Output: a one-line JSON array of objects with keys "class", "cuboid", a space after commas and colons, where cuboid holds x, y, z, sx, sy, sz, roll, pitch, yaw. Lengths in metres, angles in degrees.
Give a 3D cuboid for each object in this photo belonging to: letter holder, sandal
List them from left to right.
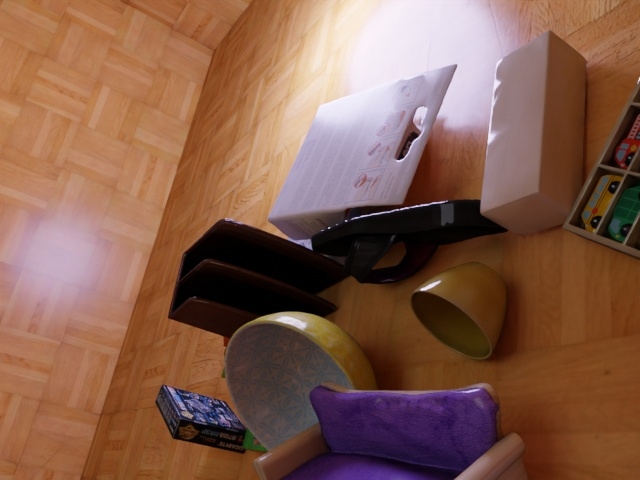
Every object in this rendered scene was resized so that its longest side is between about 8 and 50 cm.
[{"class": "letter holder", "cuboid": [-0.113, 0.102, 1.264, 0.214, 0.302, 0.152, -35, 40, 48]}, {"class": "sandal", "cuboid": [0.119, 0.016, 1.066, 0.446, 0.168, 0.107, -13, 75, 60]}]

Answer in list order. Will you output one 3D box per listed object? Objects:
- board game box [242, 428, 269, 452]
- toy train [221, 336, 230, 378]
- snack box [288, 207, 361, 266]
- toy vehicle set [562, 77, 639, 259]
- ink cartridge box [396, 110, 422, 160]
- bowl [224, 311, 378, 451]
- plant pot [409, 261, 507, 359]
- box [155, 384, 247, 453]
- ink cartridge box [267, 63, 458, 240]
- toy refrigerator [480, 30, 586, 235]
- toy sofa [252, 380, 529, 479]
[{"class": "board game box", "cuboid": [-0.083, 0.374, 1.294, 0.259, 0.039, 0.124, -19, 52, 54]}, {"class": "toy train", "cuboid": [-0.192, 0.244, 1.399, 0.105, 0.248, 0.143, 4, 81, 29]}, {"class": "snack box", "cuboid": [0.000, 0.000, 1.401, 0.207, 0.070, 0.174, -27, 46, 55]}, {"class": "toy vehicle set", "cuboid": [0.409, -0.106, 0.731, 0.267, 0.035, 0.166, -64, 26, 6]}, {"class": "ink cartridge box", "cuboid": [0.128, -0.192, 1.336, 0.208, 0.045, 0.206, -66, 26, -2]}, {"class": "bowl", "cuboid": [-0.007, 0.235, 1.083, 0.156, 0.289, 0.289, -29, -10, -48]}, {"class": "plant pot", "cuboid": [0.207, 0.087, 0.885, 0.095, 0.134, 0.134, -45, 18, -22]}, {"class": "box", "cuboid": [-0.279, 0.415, 1.479, 0.220, 0.175, 0.051, 17, 86, 64]}, {"class": "ink cartridge box", "cuboid": [0.089, -0.159, 1.225, 0.385, 0.091, 0.308, -3, 56, 50]}, {"class": "toy refrigerator", "cuboid": [0.308, -0.150, 0.899, 0.102, 0.094, 0.269, -25, 46, 53]}, {"class": "toy sofa", "cuboid": [0.072, 0.290, 0.801, 0.362, 0.150, 0.177, -14, 95, 50]}]
